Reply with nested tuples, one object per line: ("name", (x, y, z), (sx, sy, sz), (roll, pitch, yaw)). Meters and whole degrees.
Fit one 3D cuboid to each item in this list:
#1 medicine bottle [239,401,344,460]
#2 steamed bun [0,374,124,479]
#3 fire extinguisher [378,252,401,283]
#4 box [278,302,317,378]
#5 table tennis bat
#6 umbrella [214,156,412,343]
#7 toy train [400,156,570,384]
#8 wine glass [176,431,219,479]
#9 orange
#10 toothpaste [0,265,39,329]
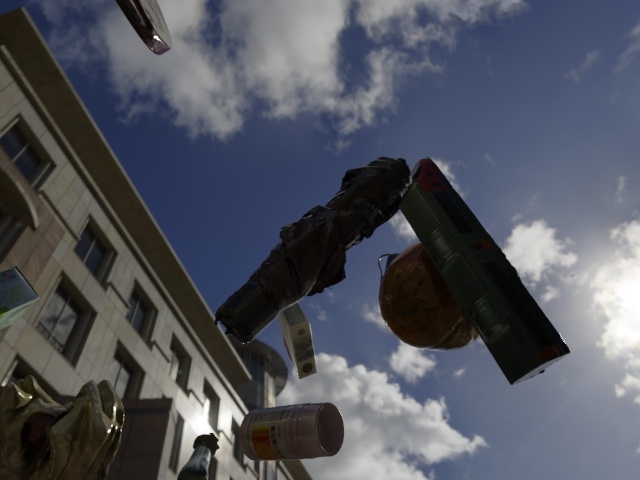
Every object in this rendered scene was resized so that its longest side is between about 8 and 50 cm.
("medicine bottle", (-0.074, 0.483, 1.243), (0.249, 0.133, 0.133), (-18, -52, 31))
("steamed bun", (-0.497, 0.382, 0.872), (0.189, 0.247, 0.428), (16, -60, -29))
("fire extinguisher", (0.204, 0.081, 1.446), (0.078, 0.157, 0.045), (13, -49, 7))
("box", (-0.081, 0.314, 1.639), (0.069, 0.164, 0.257), (-18, -50, -14))
("table tennis bat", (-0.239, -0.314, 0.568), (0.038, 0.310, 0.201), (-25, -69, 0))
("umbrella", (0.000, 0.000, 0.619), (0.326, 0.090, 0.094), (-42, -72, -26))
("toy train", (0.240, 0.031, 0.815), (0.089, 0.410, 0.086), (-10, -32, -30))
("wine glass", (-0.287, 0.526, 1.170), (0.072, 0.155, 0.072), (0, -81, -1))
("orange", (0.235, 0.109, 0.964), (0.239, 0.171, 0.240), (-4, -76, -15))
("toothpaste", (-0.508, 0.122, 0.584), (0.081, 0.336, 0.067), (-38, -90, 22))
